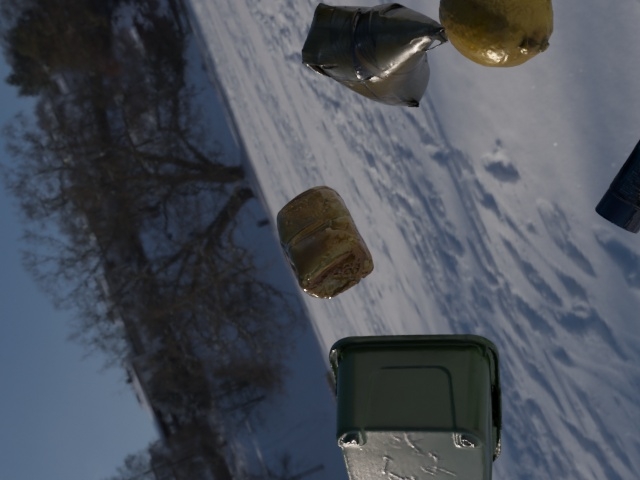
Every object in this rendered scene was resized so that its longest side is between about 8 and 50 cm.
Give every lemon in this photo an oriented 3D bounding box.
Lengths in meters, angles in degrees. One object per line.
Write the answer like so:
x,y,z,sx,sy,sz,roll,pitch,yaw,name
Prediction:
0.323,-0.416,1.409,0.257,0.188,0.188,42,162,30,lemon

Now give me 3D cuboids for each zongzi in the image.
0.147,-0.276,1.173,0.289,0.122,0.260,13,178,44,zongzi

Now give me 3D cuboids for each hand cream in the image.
0.569,-0.138,1.261,0.120,0.270,0.061,29,-155,-2,hand cream

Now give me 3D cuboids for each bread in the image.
0.000,0.000,1.630,0.132,0.167,0.294,60,-176,-28,bread

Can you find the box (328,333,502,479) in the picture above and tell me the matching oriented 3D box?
0.150,0.303,1.152,0.177,0.253,0.328,-83,-16,-46,box
